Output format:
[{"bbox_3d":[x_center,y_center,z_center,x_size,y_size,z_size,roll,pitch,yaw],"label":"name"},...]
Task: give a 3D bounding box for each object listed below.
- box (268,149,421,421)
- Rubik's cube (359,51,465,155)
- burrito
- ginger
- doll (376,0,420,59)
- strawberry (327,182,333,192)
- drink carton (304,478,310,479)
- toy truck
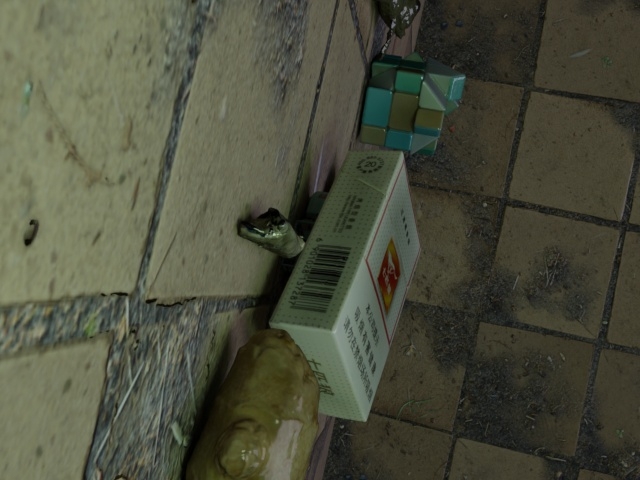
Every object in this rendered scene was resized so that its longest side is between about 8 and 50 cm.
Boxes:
[{"bbox_3d":[0.051,0.054,0.966,0.210,0.095,0.330,72,31,-43],"label":"box"},{"bbox_3d":[0.212,-0.312,1.584,0.265,0.213,0.224,-69,167,-62],"label":"Rubik's cube"},{"bbox_3d":[-0.051,-0.006,0.767,0.171,0.051,0.042,62,34,-78],"label":"burrito"},{"bbox_3d":[-0.079,0.267,0.707,0.190,0.126,0.353,20,80,-87],"label":"ginger"},{"bbox_3d":[0.142,-0.489,1.346,0.286,0.091,0.202,51,39,-67],"label":"doll"},{"bbox_3d":[0.047,-0.048,1.259,0.175,0.107,0.236,-42,-156,36],"label":"strawberry"},{"bbox_3d":[-0.086,0.492,1.102,0.071,0.096,0.222,93,12,-47],"label":"drink carton"},{"bbox_3d":[-0.001,0.000,1.047,0.115,0.080,0.177,74,29,-54],"label":"toy truck"}]
